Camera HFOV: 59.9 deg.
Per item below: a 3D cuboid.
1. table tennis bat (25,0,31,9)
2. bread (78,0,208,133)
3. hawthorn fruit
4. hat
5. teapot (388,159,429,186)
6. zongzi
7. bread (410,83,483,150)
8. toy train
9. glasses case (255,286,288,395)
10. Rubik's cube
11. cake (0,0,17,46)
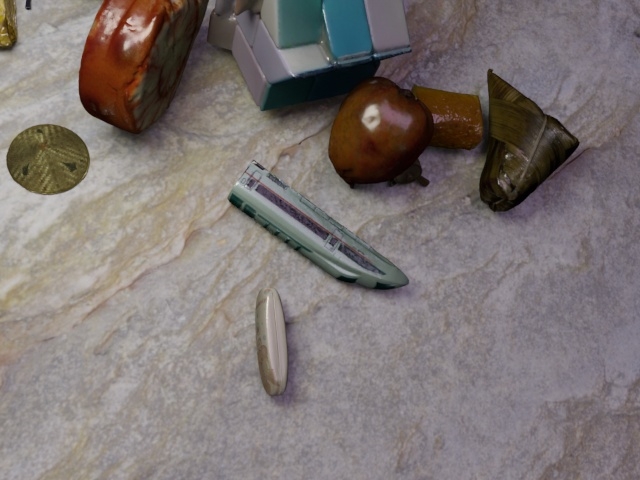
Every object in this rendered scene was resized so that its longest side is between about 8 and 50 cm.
[{"bbox_3d":[-0.594,-0.507,1.130,0.050,0.007,0.083,-2,74,-18],"label":"table tennis bat"},{"bbox_3d":[-0.315,-0.345,1.012,0.114,0.295,0.327,24,38,-9],"label":"bread"},{"bbox_3d":[0.116,-0.204,1.152,0.208,0.248,0.208,22,28,-12],"label":"hawthorn fruit"},{"bbox_3d":[-0.509,-0.164,1.028,0.146,0.067,0.145,4,74,-16],"label":"hat"},{"bbox_3d":[0.199,-0.153,1.260,0.110,0.085,0.080,24,42,-40],"label":"teapot"},{"bbox_3d":[0.422,-0.241,1.300,0.286,0.134,0.288,-40,90,-25],"label":"zongzi"},{"bbox_3d":[0.282,-0.277,1.285,0.172,0.103,0.131,4,74,-15],"label":"bread"},{"bbox_3d":[0.000,0.000,1.129,0.407,0.086,0.088,36,67,-5],"label":"toy train"},{"bbox_3d":[-0.093,0.190,1.052,0.051,0.081,0.204,-1,74,-20],"label":"glasses case"},{"bbox_3d":[-0.017,-0.467,1.105,0.387,0.358,0.368,-19,75,-26],"label":"Rubik's cube"},{"bbox_3d":[-0.651,-0.448,1.073,0.116,0.080,0.184,-14,89,-8],"label":"cake"}]
